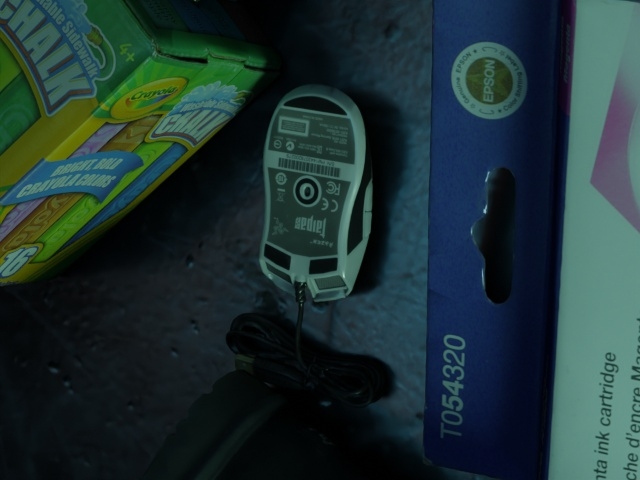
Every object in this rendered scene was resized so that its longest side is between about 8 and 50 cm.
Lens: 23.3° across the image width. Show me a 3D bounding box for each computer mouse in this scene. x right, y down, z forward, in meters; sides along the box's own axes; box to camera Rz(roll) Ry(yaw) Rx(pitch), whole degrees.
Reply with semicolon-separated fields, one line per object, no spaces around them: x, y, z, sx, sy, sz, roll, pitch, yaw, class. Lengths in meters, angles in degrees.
0.000;0.000;0.953;0.106;0.042;0.193;13;103;26;computer mouse

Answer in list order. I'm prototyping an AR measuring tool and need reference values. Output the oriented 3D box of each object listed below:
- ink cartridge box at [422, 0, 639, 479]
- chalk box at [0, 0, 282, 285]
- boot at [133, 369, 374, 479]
0.201;0.028;0.804;0.330;0.071;0.324;8;116;20;ink cartridge box
-0.158;-0.125;0.935;0.289;0.179;0.180;-42;78;19;chalk box
0.023;0.335;0.848;0.445;0.146;0.367;34;86;21;boot
